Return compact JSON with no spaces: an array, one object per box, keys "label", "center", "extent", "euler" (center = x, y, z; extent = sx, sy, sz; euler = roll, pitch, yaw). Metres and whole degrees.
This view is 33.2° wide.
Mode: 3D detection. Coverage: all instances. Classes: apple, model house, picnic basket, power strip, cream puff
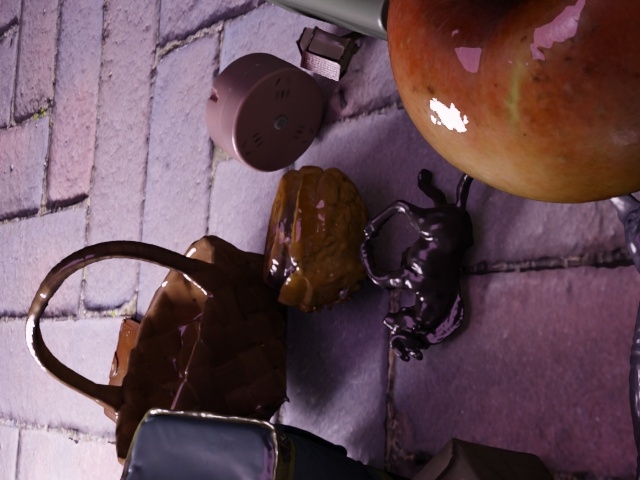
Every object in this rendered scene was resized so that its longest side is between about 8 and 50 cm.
[{"label":"apple","center":[0.237,-0.185,0.939],"extent":[0.338,0.305,0.338],"euler":[-18,61,36]},{"label":"model house","center":[0.001,-0.248,1.426],"extent":[0.083,0.057,0.058],"euler":[22,91,16]},{"label":"picnic basket","center":[-0.224,0.126,1.399],"extent":[0.293,0.337,0.337],"euler":[-52,46,32]},{"label":"power strip","center":[-0.073,-0.172,1.453],"extent":[0.078,0.154,0.154],"euler":[34,110,43]},{"label":"cream puff","center":[0.000,0.000,1.332],"extent":[0.189,0.130,0.189],"euler":[-173,90,-83]}]

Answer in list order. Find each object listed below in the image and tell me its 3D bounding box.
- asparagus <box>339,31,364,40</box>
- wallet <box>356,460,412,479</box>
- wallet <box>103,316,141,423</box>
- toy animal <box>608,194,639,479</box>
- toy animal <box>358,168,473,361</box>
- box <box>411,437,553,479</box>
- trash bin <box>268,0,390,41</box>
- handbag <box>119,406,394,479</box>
[{"label":"asparagus","center":[0.062,-0.280,1.413],"extent":[0.114,0.014,0.015],"euler":[-16,87,49]},{"label":"wallet","center":[0.086,0.432,1.208],"extent":[0.247,0.041,0.322],"euler":[5,81,52]},{"label":"wallet","center":[-0.328,0.221,1.807],"extent":[0.095,0.026,0.176],"euler":[17,95,55]},{"label":"toy animal","center":[0.323,0.117,0.926],"extent":[0.206,0.081,0.367],"euler":[-13,74,61]},{"label":"toy animal","center":[0.124,0.017,1.231],"extent":[0.148,0.084,0.232],"euler":[29,105,39]},{"label":"box","center":[0.133,0.328,1.044],"extent":[0.231,0.155,0.149],"euler":[-50,47,19]},{"label":"trash bin","center":[0.054,-0.372,1.327],"extent":[0.343,0.158,0.223],"euler":[32,102,46]},{"label":"handbag","center":[-0.070,0.314,1.196],"extent":[0.263,0.241,0.222],"euler":[-2,67,42]}]
